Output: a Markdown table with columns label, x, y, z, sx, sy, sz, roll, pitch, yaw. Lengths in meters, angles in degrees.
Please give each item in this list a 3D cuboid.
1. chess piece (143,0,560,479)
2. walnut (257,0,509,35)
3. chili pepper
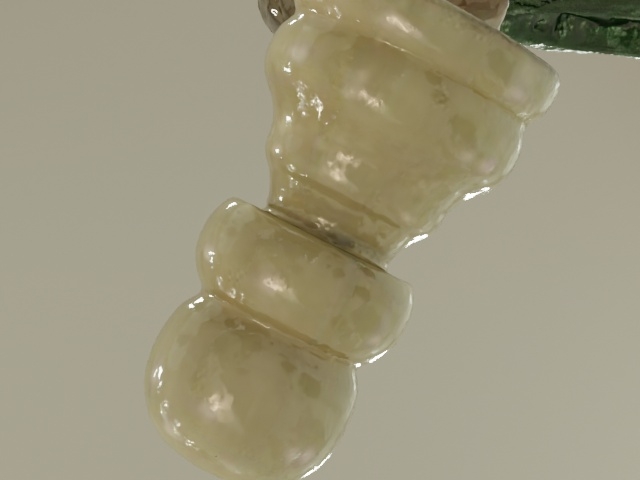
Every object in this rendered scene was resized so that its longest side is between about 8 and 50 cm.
| label | x | y | z | sx | sy | sz | roll | pitch | yaw |
| --- | --- | --- | --- | --- | --- | --- | --- | --- | --- |
| chess piece | 0.000 | 0.000 | 1.018 | 0.167 | 0.167 | 0.299 | 27 | -92 | -11 |
| walnut | 0.022 | -0.192 | 1.243 | 0.141 | 0.238 | 0.204 | -27 | -97 | -19 |
| chili pepper | 0.218 | -0.201 | 1.515 | 0.227 | 0.059 | 0.088 | 3 | -106 | -15 |
